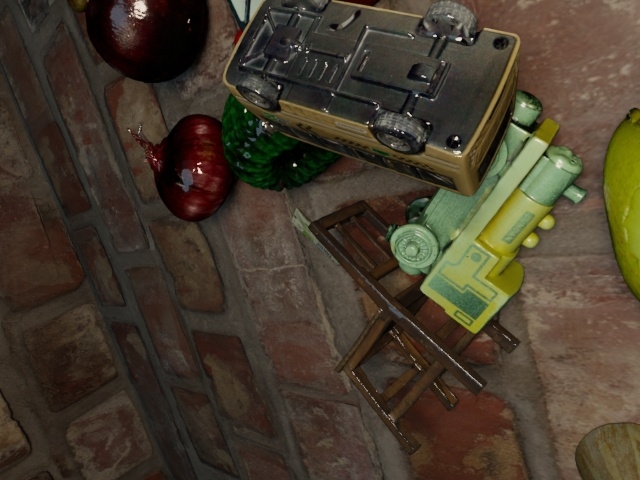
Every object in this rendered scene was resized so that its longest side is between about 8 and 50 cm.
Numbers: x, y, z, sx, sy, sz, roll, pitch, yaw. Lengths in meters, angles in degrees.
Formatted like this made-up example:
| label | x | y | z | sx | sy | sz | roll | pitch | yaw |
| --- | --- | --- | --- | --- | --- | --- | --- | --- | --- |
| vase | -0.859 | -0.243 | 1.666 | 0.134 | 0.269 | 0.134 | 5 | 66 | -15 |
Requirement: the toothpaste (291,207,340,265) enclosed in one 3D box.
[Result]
| label | x | y | z | sx | sy | sz | roll | pitch | yaw |
| --- | --- | --- | --- | --- | --- | --- | --- | --- | --- |
| toothpaste | 0.000 | 0.000 | 1.165 | 0.197 | 0.029 | 0.048 | 44 | 134 | 23 |

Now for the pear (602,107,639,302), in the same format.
| label | x | y | z | sx | sy | sz | roll | pitch | yaw |
| --- | --- | --- | --- | --- | --- | --- | --- | --- | --- |
| pear | 0.471 | 0.005 | 0.606 | 0.286 | 0.176 | 0.282 | 24 | 127 | 35 |

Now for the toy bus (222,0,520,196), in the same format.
| label | x | y | z | sx | sy | sz | roll | pitch | yaw |
| --- | --- | --- | --- | --- | --- | --- | --- | --- | --- |
| toy bus | 0.061 | -0.197 | 0.668 | 0.365 | 0.202 | 0.177 | 25 | 84 | 27 |

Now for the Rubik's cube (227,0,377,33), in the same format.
| label | x | y | z | sx | sy | sz | roll | pitch | yaw |
| --- | --- | --- | --- | --- | --- | --- | --- | --- | --- |
| Rubik's cube | -0.021 | -0.488 | 0.780 | 0.250 | 0.248 | 0.246 | -23 | 92 | 47 |

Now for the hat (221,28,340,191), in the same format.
| label | x | y | z | sx | sy | sz | roll | pitch | yaw |
| --- | --- | --- | --- | --- | --- | --- | --- | --- | --- |
| hat | -0.079 | -0.288 | 0.992 | 0.274 | 0.242 | 0.332 | -29 | 64 | 34 |

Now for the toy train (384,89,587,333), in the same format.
| label | x | y | z | sx | sy | sz | roll | pitch | yaw |
| --- | --- | --- | --- | --- | --- | --- | --- | --- | --- |
| toy train | 0.268 | -0.046 | 0.803 | 0.237 | 0.150 | 0.369 | 36 | 130 | 12 |

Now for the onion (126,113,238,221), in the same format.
| label | x | y | z | sx | sy | sz | roll | pitch | yaw |
| --- | --- | --- | --- | --- | --- | --- | --- | --- | --- |
| onion | -0.334 | -0.183 | 1.223 | 0.273 | 0.285 | 0.273 | -35 | 49 | 54 |

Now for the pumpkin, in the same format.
| label | x | y | z | sx | sy | sz | roll | pitch | yaw |
| --- | --- | --- | --- | --- | --- | --- | --- | --- | --- |
| pumpkin | 0.526 | 0.420 | 0.813 | 0.217 | 0.110 | 0.217 | 16 | 118 | 32 |

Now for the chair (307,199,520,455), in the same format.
| label | x | y | z | sx | sy | sz | roll | pitch | yaw |
| --- | --- | --- | --- | --- | --- | --- | --- | --- | --- |
| chair | 0.130 | 0.157 | 0.993 | 0.416 | 0.203 | 0.241 | 44 | 132 | 20 |

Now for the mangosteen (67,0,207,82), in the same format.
| label | x | y | z | sx | sy | sz | roll | pitch | yaw |
| --- | --- | --- | --- | --- | --- | --- | --- | --- | --- |
| mangosteen | -0.399 | -0.500 | 1.108 | 0.297 | 0.293 | 0.297 | 15 | 110 | 48 |
